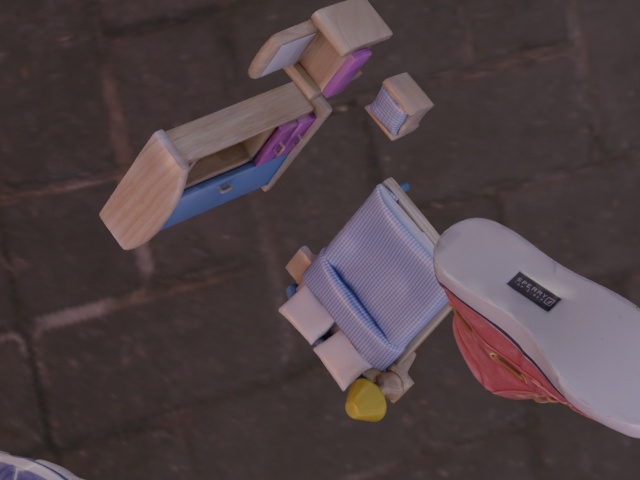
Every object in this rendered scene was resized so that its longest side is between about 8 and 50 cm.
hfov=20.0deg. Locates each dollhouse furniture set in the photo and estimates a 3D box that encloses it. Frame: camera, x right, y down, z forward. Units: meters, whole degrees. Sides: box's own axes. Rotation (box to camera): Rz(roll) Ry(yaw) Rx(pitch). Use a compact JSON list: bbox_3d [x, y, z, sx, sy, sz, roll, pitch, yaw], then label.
[{"bbox_3d":[0.000,0.000,1.644,0.198,0.286,0.303,-27,74,-42],"label":"dollhouse furniture set"}]

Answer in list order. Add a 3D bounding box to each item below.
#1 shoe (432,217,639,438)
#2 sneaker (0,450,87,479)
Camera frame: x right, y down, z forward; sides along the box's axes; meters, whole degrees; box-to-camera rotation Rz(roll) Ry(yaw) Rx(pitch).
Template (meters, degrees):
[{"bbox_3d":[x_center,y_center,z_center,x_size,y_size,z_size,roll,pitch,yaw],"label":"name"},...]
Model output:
[{"bbox_3d":[0.133,0.062,0.992,0.063,0.178,0.081,-38,142,-17],"label":"shoe"},{"bbox_3d":[-0.121,0.261,1.380,0.315,0.182,0.127,16,83,15],"label":"sneaker"}]
